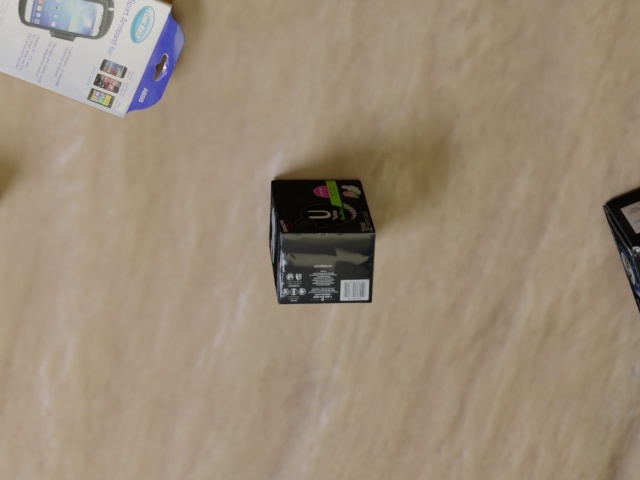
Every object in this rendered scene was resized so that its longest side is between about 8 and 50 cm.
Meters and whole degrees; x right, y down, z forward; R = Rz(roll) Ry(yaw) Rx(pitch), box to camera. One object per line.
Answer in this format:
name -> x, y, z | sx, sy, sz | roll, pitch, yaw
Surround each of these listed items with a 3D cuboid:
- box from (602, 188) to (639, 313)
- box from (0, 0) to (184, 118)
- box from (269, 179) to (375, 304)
box -> 0.299, 0.018, 1.141 | 0.180, 0.077, 0.147 | -21, 116, 4
box -> -0.154, -0.131, 1.052 | 0.136, 0.028, 0.081 | 20, 111, -17
box -> 0.000, 0.000, 1.096 | 0.062, 0.083, 0.052 | 0, 116, -6
